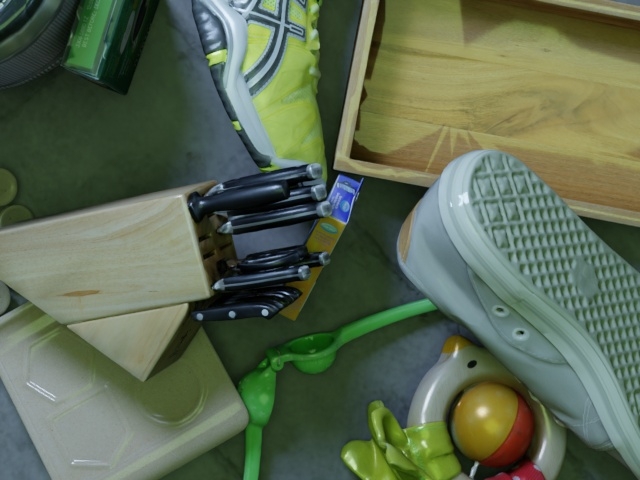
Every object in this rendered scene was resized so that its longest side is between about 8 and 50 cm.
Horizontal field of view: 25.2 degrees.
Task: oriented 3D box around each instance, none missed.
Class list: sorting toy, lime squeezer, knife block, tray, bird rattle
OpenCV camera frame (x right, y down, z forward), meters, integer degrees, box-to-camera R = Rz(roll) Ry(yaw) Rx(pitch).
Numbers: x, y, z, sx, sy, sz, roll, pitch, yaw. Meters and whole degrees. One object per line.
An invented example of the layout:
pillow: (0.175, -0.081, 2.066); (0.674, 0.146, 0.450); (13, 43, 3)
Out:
sorting toy: (-0.195, 0.131, 1.361); (0.193, 0.038, 0.208); (-30, 81, -1)
lime squeezer: (-0.010, 0.140, 1.372); (0.110, 0.059, 0.310); (42, 89, -3)
knife block: (-0.137, -0.012, 1.273); (0.276, 0.088, 0.242); (34, 107, 8)
tray: (0.230, -0.128, 1.362); (0.411, 0.076, 0.203); (11, 92, -2)
bird rattle: (0.159, 0.205, 1.350); (0.253, 0.143, 0.207); (26, 75, -6)

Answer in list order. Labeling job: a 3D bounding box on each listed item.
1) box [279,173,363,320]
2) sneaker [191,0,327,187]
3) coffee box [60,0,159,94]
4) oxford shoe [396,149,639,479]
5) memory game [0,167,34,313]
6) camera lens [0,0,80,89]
box: (0.000, 0.000, 1.326); (0.028, 0.081, 0.136); (25, 121, -1)
sneaker: (-0.045, -0.228, 1.314); (0.147, 0.145, 0.384); (-16, 94, -1)
coffee box: (-0.187, -0.194, 1.290); (0.040, 0.184, 0.113); (18, 93, -1)
oxford shoe: (0.234, 0.096, 1.331); (0.449, 0.130, 0.169); (45, 47, -21)
memory game: (-0.353, -0.001, 1.332); (0.186, 0.012, 0.186); (-1, 92, -34)
camera lens: (-0.307, -0.243, 1.238); (0.219, 0.274, 0.219); (0, 92, -2)
